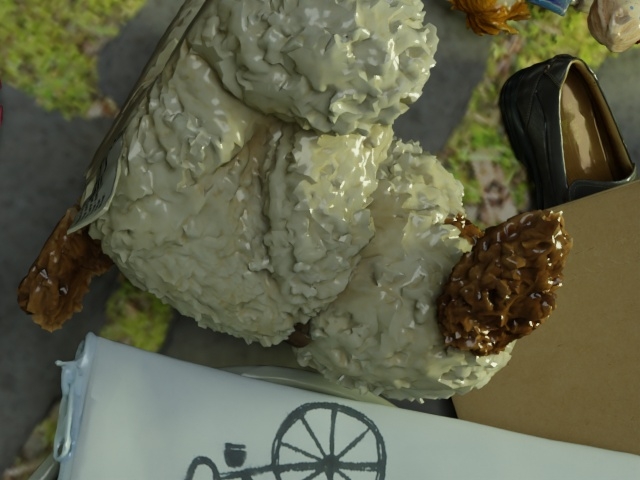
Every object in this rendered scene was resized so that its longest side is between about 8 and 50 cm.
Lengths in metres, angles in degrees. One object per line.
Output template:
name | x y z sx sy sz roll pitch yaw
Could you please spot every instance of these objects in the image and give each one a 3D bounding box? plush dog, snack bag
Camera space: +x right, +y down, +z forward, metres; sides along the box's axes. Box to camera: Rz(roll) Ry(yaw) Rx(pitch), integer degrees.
plush dog | 0.000 0.000 0.745 0.225 0.262 0.210 32 83 -12
snack bag | 0.015 0.226 0.717 0.343 0.037 0.323 14 61 -12

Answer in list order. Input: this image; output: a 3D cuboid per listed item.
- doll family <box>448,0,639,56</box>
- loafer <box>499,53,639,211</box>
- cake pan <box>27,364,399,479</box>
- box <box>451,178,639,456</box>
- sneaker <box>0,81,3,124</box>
doll family | 0.122 -0.209 0.896 0.263 0.118 0.163 50 64 -22
loafer | 0.159 -0.027 0.886 0.062 0.061 0.170 -26 89 -20
cake pan | -0.037 0.212 0.791 0.293 0.054 0.293 3 80 -16
box | 0.166 0.055 0.843 0.201 0.021 0.164 -18 85 12
sneaker | -0.274 -0.143 0.763 0.112 0.121 0.299 -35 104 15
